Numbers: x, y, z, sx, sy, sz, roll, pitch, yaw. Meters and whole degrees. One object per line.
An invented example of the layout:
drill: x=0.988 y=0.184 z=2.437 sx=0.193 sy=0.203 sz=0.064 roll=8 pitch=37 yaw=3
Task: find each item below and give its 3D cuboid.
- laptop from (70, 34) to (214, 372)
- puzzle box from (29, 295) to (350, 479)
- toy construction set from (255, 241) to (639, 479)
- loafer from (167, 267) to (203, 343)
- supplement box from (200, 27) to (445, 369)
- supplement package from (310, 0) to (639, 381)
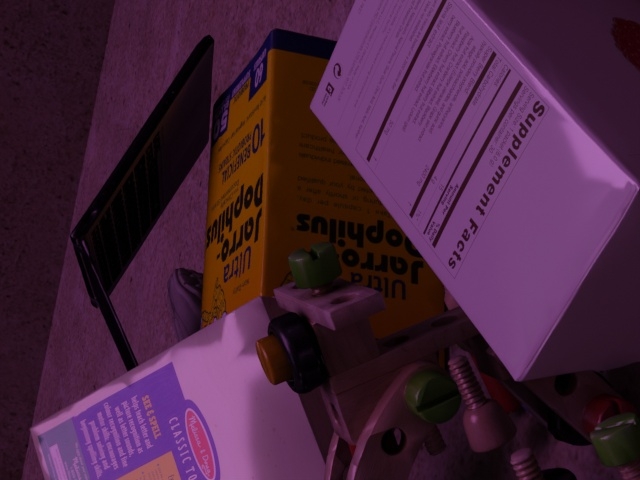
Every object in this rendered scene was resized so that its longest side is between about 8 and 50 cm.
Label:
laptop: x=-0.143 y=0.049 z=1.759 sx=0.408 sy=0.236 sz=0.382 roll=-58 pitch=-2 yaw=-14
puzzle box: x=-0.071 y=0.283 z=1.277 sx=0.272 sy=0.052 sz=0.408 roll=-30 pitch=70 yaw=25
toy construction set: x=0.081 y=0.081 z=1.167 sx=0.237 sy=0.258 sz=0.309 roll=64 pitch=-169 yaw=-9
loafer: x=-0.143 y=0.130 z=2.014 sx=0.111 sy=0.112 sz=0.319 roll=-65 pitch=24 yaw=14
supplement box: x=0.000 y=0.000 z=1.566 sx=0.194 sy=0.195 sz=0.356 roll=138 pitch=137 yaw=-60
supplement package: x=0.157 y=-0.071 z=1.084 sx=0.293 sy=0.178 sz=0.175 roll=54 pitch=134 yaw=35
